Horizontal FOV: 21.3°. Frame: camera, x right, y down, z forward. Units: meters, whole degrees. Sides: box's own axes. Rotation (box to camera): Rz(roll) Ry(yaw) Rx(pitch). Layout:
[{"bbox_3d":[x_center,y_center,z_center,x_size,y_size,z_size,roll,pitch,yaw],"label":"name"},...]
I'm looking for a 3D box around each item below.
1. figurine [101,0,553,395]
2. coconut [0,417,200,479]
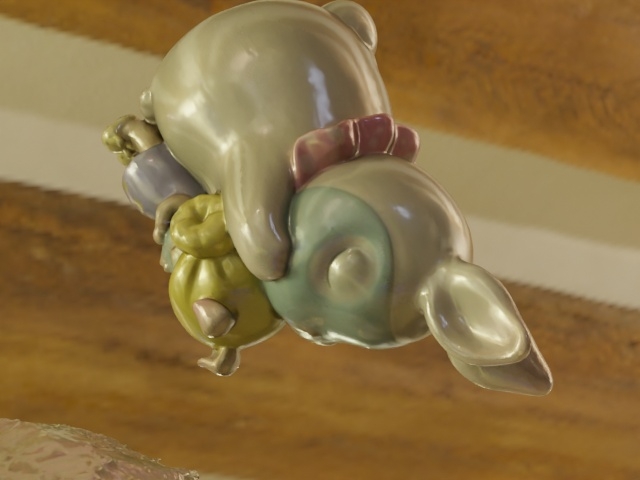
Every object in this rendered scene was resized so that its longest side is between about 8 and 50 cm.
[{"bbox_3d":[0.000,0.000,0.826,0.155,0.235,0.127,-24,-33,-8],"label":"figurine"},{"bbox_3d":[-0.121,0.159,0.692,0.194,0.194,0.194,-7,-35,-5],"label":"coconut"}]
